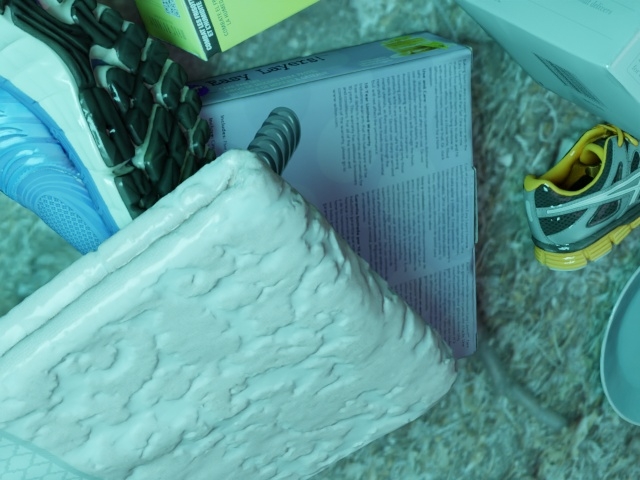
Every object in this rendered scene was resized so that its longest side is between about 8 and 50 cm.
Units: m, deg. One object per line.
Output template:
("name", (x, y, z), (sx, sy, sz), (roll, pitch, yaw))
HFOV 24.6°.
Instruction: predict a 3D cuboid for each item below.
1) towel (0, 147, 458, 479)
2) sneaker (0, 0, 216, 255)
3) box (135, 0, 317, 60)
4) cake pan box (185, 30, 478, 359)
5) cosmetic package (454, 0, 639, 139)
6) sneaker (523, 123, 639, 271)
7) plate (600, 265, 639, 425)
("towel", (-0.091, 0.112, 0.935), (0.317, 0.053, 0.332), (-36, 147, 6))
("sneaker", (-0.182, -0.085, 0.871), (0.330, 0.147, 0.129), (55, 34, -29))
("box", (-0.009, -0.201, 0.967), (0.232, 0.087, 0.058), (-30, 122, -20))
("cake pan box", (0.000, 0.000, 1.064), (0.246, 0.070, 0.266), (-17, 117, -25))
("cosmetic package", (0.242, -0.202, 1.027), (0.138, 0.224, 0.224), (38, 92, -34))
("sneaker", (0.254, -0.065, 1.200), (0.215, 0.084, 0.083), (-38, 120, -15))
("plate", (0.320, 0.080, 1.335), (0.188, 0.024, 0.188), (-12, 114, -30))
